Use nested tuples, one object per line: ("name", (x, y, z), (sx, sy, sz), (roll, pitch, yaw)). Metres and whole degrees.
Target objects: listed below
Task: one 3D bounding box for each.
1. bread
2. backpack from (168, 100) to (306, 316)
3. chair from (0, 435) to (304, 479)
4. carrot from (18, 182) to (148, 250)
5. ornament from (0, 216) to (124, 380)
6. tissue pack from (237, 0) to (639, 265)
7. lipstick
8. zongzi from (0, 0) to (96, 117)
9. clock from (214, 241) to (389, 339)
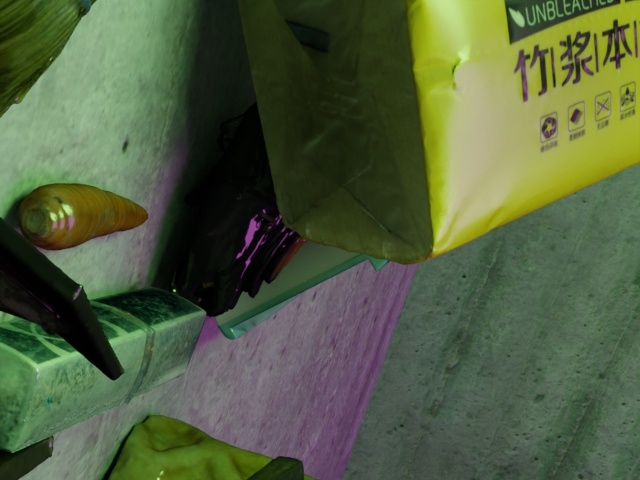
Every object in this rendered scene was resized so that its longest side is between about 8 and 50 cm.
("bread", (-0.119, 0.332, 1.085), (0.239, 0.252, 0.196), (-62, 165, -7))
("backpack", (-0.065, -0.027, 0.984), (0.258, 0.133, 0.206), (-59, 175, -6))
("chair", (-0.196, 0.277, 0.521), (0.416, 0.240, 0.203), (-30, 121, -61))
("carrot", (-0.169, -0.020, 0.747), (0.216, 0.048, 0.048), (-15, 127, -80))
("ornament", (-0.228, 0.062, 0.463), (0.196, 0.166, 0.153), (-47, 168, -21))
("tissue pack", (0.144, -0.182, 0.852), (0.382, 0.228, 0.293), (-22, 112, -33))
("lipstick", (-0.185, 0.094, 0.786), (0.076, 0.077, 0.289), (-69, 166, 11))
("zongzi", (-0.115, -0.205, 0.388), (0.274, 0.125, 0.251), (-50, 168, -19))
("clock", (0.000, 0.000, 1.192), (0.231, 0.116, 0.262), (-28, 180, 21))
